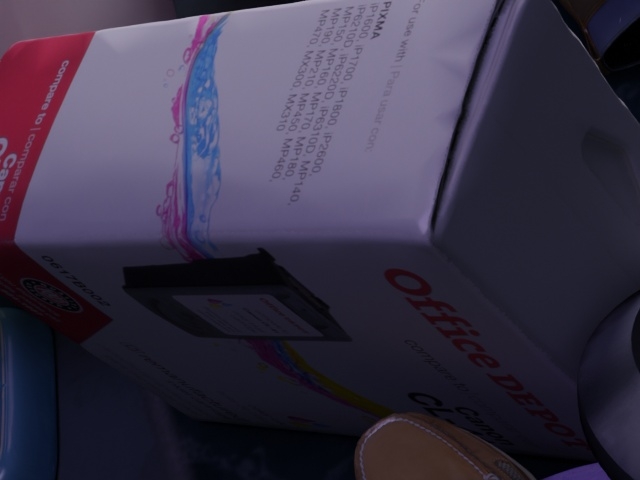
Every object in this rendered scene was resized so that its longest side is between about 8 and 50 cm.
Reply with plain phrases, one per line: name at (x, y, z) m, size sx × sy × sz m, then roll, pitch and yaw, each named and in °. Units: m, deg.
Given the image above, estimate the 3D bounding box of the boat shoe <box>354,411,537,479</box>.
boat shoe at (0.062, 0.119, 0.567) m, size 0.068 × 0.072 × 0.190 m, roll -48°, pitch 42°, yaw 0°

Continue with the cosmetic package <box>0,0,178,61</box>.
cosmetic package at (-0.212, -0.185, 0.918) m, size 0.155 × 0.197 × 0.366 m, roll -11°, pitch 96°, yaw 34°

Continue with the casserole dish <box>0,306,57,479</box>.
casserole dish at (-0.223, 0.117, 0.960) m, size 0.114 × 0.037 × 0.188 m, roll -29°, pitch 45°, yaw 19°

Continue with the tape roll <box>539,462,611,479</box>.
tape roll at (0.126, 0.223, 0.558) m, size 0.274 × 0.090 × 0.275 m, roll -22°, pitch 48°, yaw 27°

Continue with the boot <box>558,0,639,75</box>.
boot at (0.222, -0.172, 0.797) m, size 0.219 × 0.082 × 0.106 m, roll -25°, pitch 62°, yaw 29°

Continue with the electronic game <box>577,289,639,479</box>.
electronic game at (0.213, 0.058, 0.566) m, size 0.229 × 0.048 × 0.229 m, roll -5°, pitch 27°, yaw 3°

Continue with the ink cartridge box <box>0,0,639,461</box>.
ink cartridge box at (0.000, 0.000, 0.725) m, size 0.306 × 0.226 × 0.131 m, roll 1°, pitch 61°, yaw 40°
